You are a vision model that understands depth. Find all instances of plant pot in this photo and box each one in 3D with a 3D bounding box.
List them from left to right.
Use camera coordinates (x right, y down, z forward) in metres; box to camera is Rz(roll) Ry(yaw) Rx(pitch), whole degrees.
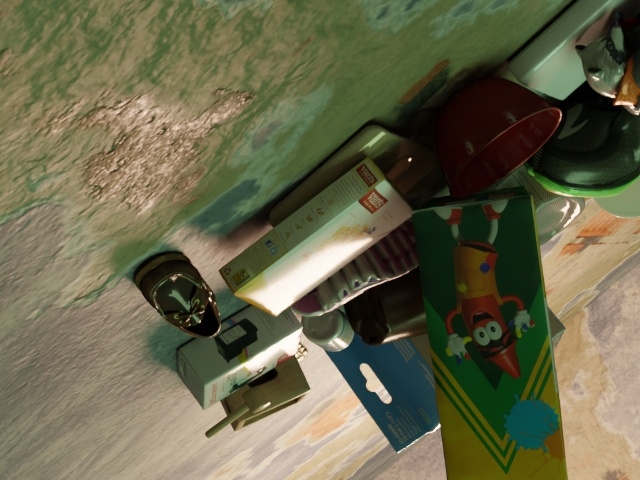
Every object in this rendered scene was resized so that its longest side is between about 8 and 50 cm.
[{"bbox_3d":[0.135,0.088,2.220,0.165,0.167,0.167,-16,155,-29],"label":"plant pot"}]

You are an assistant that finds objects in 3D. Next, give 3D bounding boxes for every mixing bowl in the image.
[{"bbox_3d":[0.217,-0.150,1.818,0.181,0.098,0.181,-33,163,-11],"label":"mixing bowl"}]

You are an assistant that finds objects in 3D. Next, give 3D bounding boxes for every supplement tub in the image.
[{"bbox_3d":[0.012,0.142,2.250,0.071,0.071,0.107,-37,162,3],"label":"supplement tub"},{"bbox_3d":[0.501,-0.126,2.247,0.144,0.144,0.200,-43,-172,22],"label":"supplement tub"}]

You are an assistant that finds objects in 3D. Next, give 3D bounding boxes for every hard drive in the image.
[{"bbox_3d":[0.403,-0.313,1.842,0.307,0.040,0.203,-42,162,19],"label":"hard drive"}]

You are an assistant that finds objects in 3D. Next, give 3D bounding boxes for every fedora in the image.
[{"bbox_3d":[0.347,-0.064,2.251,0.243,0.124,0.275,-35,163,-2],"label":"fedora"}]

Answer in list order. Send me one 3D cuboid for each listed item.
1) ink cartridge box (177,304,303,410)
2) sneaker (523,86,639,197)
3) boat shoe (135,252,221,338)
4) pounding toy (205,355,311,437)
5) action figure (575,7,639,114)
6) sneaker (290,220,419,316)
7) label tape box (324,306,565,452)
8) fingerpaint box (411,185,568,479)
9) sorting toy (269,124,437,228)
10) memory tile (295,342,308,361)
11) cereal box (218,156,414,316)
[{"bbox_3d":[-0.121,0.166,2.053,0.175,0.072,0.127,-31,163,-17],"label":"ink cartridge box"},{"bbox_3d":[0.493,-0.235,2.070,0.482,0.185,0.202,-34,145,-17],"label":"sneaker"},{"bbox_3d":[-0.168,0.073,1.721,0.073,0.073,0.207,-36,162,3],"label":"boat shoe"},{"bbox_3d":[-0.117,0.236,2.182,0.181,0.094,0.206,-23,169,-12],"label":"pounding toy"},{"bbox_3d":[0.494,-0.247,1.749,0.330,0.179,0.341,-4,153,4],"label":"action figure"},{"bbox_3d":[0.044,0.044,2.036,0.236,0.095,0.104,-26,168,-15],"label":"sneaker"},{"bbox_3d":[0.206,0.162,2.369,0.347,0.249,0.115,-32,163,-14],"label":"label tape box"},{"bbox_3d":[0.234,0.121,1.908,0.163,0.371,0.445,-7,-177,8],"label":"fingerpaint box"},{"bbox_3d":[0.043,-0.074,1.805,0.193,0.038,0.208,-41,158,15],"label":"sorting toy"},{"bbox_3d":[-0.075,0.211,2.365,0.113,0.012,0.148,-35,163,-1],"label":"memory tile"},{"bbox_3d":[0.000,0.000,1.778,0.240,0.047,0.173,-37,159,7],"label":"cereal box"}]
